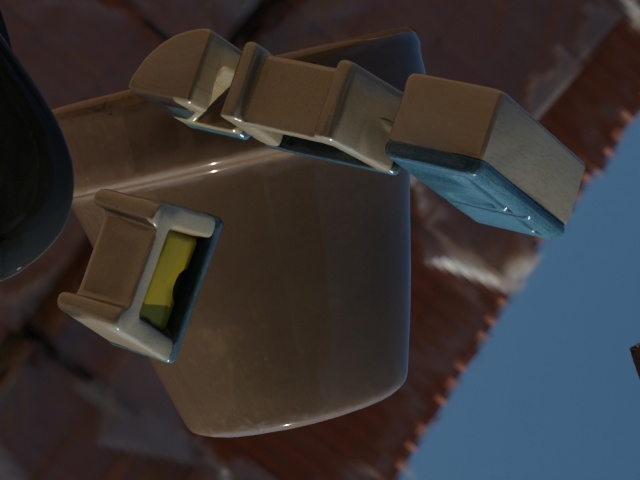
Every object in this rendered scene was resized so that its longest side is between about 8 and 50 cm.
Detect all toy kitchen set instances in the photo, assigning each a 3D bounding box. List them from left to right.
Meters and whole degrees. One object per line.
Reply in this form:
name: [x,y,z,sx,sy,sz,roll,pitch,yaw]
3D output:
toy kitchen set: [0.000,0.000,0.967,0.207,0.122,0.166,15,-97,31]

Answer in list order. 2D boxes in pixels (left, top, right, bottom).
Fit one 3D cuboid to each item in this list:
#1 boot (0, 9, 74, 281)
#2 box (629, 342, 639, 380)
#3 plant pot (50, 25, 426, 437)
boot: [-0.163,-0.101,0.588,0.085,0.236,0.178,-31,-166,-8]
box: [0.293,0.125,0.752,0.322,0.257,0.079,-14,-176,-28]
plant pot: [-0.043,0.000,1.227,0.263,0.229,0.263,-12,-175,1]
